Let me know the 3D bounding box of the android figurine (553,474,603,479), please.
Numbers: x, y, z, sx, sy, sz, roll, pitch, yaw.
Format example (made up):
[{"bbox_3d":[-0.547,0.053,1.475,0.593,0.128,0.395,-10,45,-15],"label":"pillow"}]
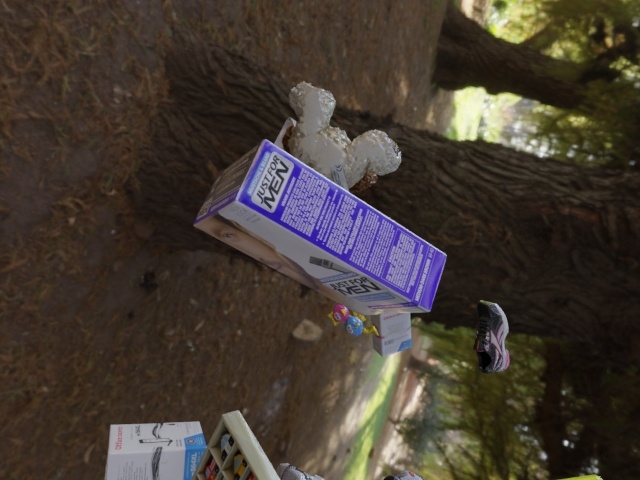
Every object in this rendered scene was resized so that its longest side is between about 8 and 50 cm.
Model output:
[{"bbox_3d":[0.301,0.297,0.535,0.248,0.273,0.056,140,-56,-79],"label":"android figurine"}]

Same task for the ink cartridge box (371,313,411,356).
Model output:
[{"bbox_3d":[0.180,0.221,1.374,0.052,0.089,0.122,-144,-135,-60],"label":"ink cartridge box"}]

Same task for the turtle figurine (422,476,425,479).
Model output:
[{"bbox_3d":[0.278,0.767,1.429,0.118,0.175,0.234,103,-34,-74],"label":"turtle figurine"}]

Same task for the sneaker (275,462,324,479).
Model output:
[{"bbox_3d":[0.022,0.777,1.588,0.210,0.366,0.137,19,88,-38],"label":"sneaker"}]

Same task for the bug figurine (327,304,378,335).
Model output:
[{"bbox_3d":[0.021,0.104,1.185,0.072,0.279,0.216,-31,171,-4],"label":"bug figurine"}]

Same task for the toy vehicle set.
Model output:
[{"bbox_3d":[-0.164,0.457,0.975,0.035,0.166,0.266,-6,132,-43],"label":"toy vehicle set"}]

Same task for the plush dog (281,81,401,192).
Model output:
[{"bbox_3d":[0.010,-0.166,1.130,0.210,0.262,0.225,-54,177,-3],"label":"plush dog"}]

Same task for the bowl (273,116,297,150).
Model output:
[{"bbox_3d":[-0.091,-0.267,1.524,0.142,0.053,0.142,-60,-161,18],"label":"bowl"}]

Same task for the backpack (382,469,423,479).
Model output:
[{"bbox_3d":[0.202,0.688,1.229,0.213,0.263,0.276,-29,150,-42],"label":"backpack"}]

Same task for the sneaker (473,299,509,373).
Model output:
[{"bbox_3d":[0.395,0.231,1.271,0.077,0.072,0.178,-13,92,-33],"label":"sneaker"}]

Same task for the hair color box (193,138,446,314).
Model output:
[{"bbox_3d":[0.000,0.000,0.821,0.185,0.339,0.110,-17,-134,59],"label":"hair color box"}]

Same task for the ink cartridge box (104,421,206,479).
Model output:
[{"bbox_3d":[-0.365,0.471,1.195,0.148,0.203,0.085,-164,-100,-70],"label":"ink cartridge box"}]
